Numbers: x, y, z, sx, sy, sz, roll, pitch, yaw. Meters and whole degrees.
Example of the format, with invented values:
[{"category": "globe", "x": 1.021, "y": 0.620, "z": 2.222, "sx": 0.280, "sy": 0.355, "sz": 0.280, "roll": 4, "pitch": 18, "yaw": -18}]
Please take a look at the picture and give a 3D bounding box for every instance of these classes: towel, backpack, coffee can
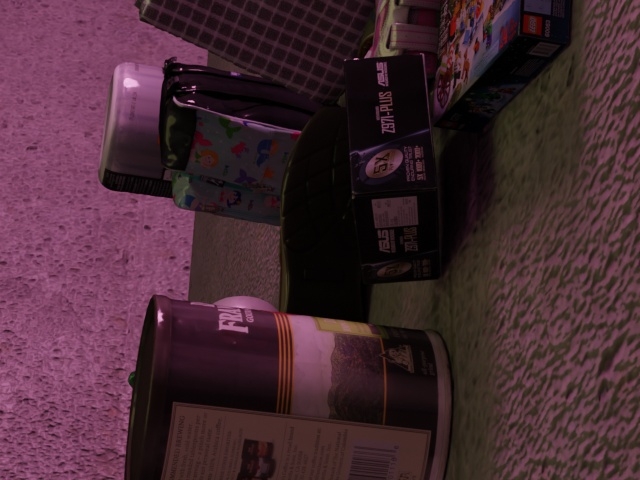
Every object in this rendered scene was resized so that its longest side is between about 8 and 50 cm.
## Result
[{"category": "towel", "x": -0.055, "y": -0.310, "z": 1.636, "sx": 0.235, "sy": 0.284, "sz": 0.121, "roll": -61, "pitch": 16, "yaw": 26}, {"category": "backpack", "x": -0.086, "y": -0.128, "z": 1.879, "sx": 0.225, "sy": 0.254, "sz": 0.191, "roll": -112, "pitch": 27, "yaw": -67}, {"category": "coffee can", "x": -0.036, "y": 0.168, "z": 1.347, "sx": 0.201, "sy": 0.275, "sz": 0.201, "roll": -172, "pitch": 90, "yaw": -79}]

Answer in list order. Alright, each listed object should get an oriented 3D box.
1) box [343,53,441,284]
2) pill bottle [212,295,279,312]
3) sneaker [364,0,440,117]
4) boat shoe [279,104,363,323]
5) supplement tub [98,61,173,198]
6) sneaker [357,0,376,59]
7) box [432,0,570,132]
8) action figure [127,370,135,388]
[{"category": "box", "x": 0.068, "y": -0.064, "z": 1.337, "sx": 0.180, "sy": 0.078, "sz": 0.147, "roll": 79, "pitch": -173, "yaw": -62}, {"category": "pill bottle", "x": -0.110, "y": 0.218, "z": 1.998, "sx": 0.278, "sy": 0.162, "sz": 0.162, "roll": -95, "pitch": 16, "yaw": -50}, {"category": "sneaker", "x": 0.101, "y": -0.212, "z": 1.405, "sx": 0.111, "sy": 0.103, "sz": 0.252, "roll": -110, "pitch": 22, "yaw": -59}, {"category": "boat shoe", "x": 0.000, "y": 0.000, "z": 1.698, "sx": 0.120, "sy": 0.123, "sz": 0.323, "roll": -153, "pitch": 72, "yaw": -82}, {"category": "supplement tub", "x": -0.164, "y": -0.150, "z": 2.118, "sx": 0.193, "sy": 0.316, "sz": 0.193, "roll": -173, "pitch": 90, "yaw": -78}, {"category": "sneaker", "x": 0.093, "y": -0.261, "z": 1.562, "sx": 0.192, "sy": 0.064, "sz": 0.086, "roll": 123, "pitch": 160, "yaw": -66}, {"category": "box", "x": 0.155, "y": -0.204, "z": 1.229, "sx": 0.233, "sy": 0.044, "sz": 0.159, "roll": 132, "pitch": 144, "yaw": -71}, {"category": "action figure", "x": -0.174, "y": 0.218, "z": 2.139, "sx": 0.137, "sy": 0.232, "sz": 0.063, "roll": -95, "pitch": 16, "yaw": -51}]
